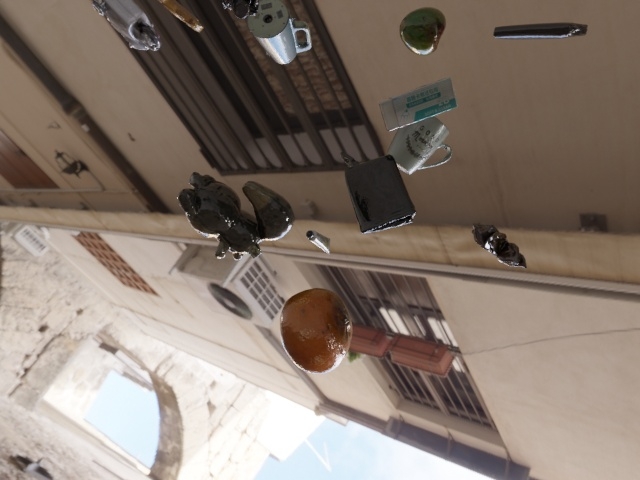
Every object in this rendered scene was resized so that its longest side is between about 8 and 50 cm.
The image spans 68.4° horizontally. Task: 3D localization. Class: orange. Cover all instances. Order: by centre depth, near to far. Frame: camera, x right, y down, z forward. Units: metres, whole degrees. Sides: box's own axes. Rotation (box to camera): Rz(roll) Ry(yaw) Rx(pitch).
[{"bbox_3d":[-0.005,0.230,1.221,0.170,0.224,0.224,-24,-145,20],"label":"orange"}]

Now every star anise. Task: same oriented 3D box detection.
[{"bbox_3d":[0.543,0.010,1.453,0.073,0.197,0.212,-50,-177,8],"label":"star anise"}]

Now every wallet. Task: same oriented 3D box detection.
[{"bbox_3d":[0.172,-0.140,1.390,0.168,0.052,0.245,-17,-122,6],"label":"wallet"},{"bbox_3d":[0.666,-0.629,1.419,0.149,0.044,0.250,-19,-152,-38],"label":"wallet"}]

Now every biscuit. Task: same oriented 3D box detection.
[{"bbox_3d":[-0.411,-0.656,1.313,0.035,0.162,0.250,-46,-111,11],"label":"biscuit"}]

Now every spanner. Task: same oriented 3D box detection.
[{"bbox_3d":[0.202,-0.293,2.106,0.040,0.096,0.325,-36,-112,-22],"label":"spanner"}]

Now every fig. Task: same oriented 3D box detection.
[{"bbox_3d":[0.404,-0.834,1.877,0.181,0.191,0.181,-30,-124,59],"label":"fig"}]

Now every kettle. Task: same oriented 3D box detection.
[{"bbox_3d":[-0.146,-0.811,1.848,0.210,0.243,0.160,-12,-100,10],"label":"kettle"}]

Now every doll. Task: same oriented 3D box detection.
[{"bbox_3d":[-0.321,-0.128,1.758,0.378,0.382,0.252,-31,-146,15],"label":"doll"}]

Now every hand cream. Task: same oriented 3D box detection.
[{"bbox_3d":[0.000,0.000,1.858,0.042,0.194,0.067,-8,-108,24],"label":"hand cream"}]

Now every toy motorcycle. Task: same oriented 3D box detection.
[{"bbox_3d":[-0.550,-0.626,1.305,0.110,0.260,0.171,-51,-161,-12],"label":"toy motorcycle"}]

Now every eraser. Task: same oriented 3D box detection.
[{"bbox_3d":[0.301,-0.419,1.449,0.225,0.096,0.052,-19,-162,3],"label":"eraser"}]

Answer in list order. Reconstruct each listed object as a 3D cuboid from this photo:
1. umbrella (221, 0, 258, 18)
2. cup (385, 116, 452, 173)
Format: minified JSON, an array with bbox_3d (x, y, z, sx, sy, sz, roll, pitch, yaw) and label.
[{"bbox_3d":[-0.217,-0.620,1.113,0.110,0.122,0.272,-29,-122,20],"label":"umbrella"},{"bbox_3d":[0.421,-0.386,1.966,0.234,0.258,0.186,-56,-166,8],"label":"cup"}]
